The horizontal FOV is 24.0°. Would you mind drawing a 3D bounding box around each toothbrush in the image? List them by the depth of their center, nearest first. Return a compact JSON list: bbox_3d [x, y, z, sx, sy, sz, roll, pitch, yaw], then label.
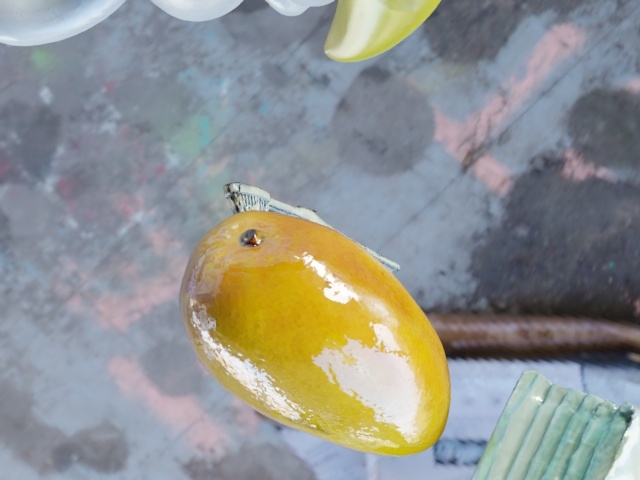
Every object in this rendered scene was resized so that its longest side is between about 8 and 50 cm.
[{"bbox_3d":[-0.001,-0.005,1.222,0.026,0.294,0.028,-16,74,23],"label":"toothbrush"}]

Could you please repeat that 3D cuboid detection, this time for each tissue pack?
[{"bbox_3d":[0.226,0.355,1.395,0.162,0.388,0.287,15,163,48],"label":"tissue pack"}]

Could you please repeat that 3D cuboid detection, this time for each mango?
[{"bbox_3d":[0.004,0.069,1.008,0.219,0.112,0.145,39,135,-20],"label":"mango"}]

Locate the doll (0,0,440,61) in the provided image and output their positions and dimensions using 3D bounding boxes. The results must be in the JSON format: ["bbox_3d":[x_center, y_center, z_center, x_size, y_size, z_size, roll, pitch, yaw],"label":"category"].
[{"bbox_3d":[-0.037,-0.180,0.747,0.237,0.111,0.252,8,139,-19],"label":"doll"}]
